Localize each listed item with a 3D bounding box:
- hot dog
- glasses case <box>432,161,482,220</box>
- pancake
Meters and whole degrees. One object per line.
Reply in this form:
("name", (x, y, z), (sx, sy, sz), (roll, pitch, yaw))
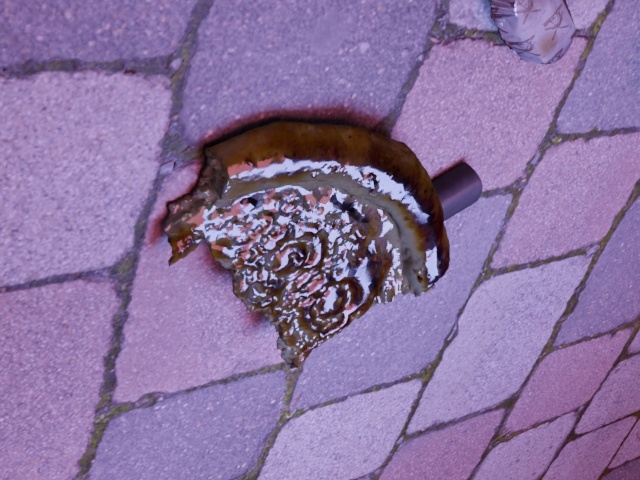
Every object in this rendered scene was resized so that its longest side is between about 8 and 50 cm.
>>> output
("hot dog", (0.264, -0.278, 1.275), (0.099, 0.053, 0.192), (-48, 148, 9))
("glasses case", (0.137, -0.035, 1.423), (0.190, 0.042, 0.072), (-31, 151, -17))
("pancake", (0.004, -0.004, 1.260), (0.305, 0.067, 0.427), (-44, 137, -2))
